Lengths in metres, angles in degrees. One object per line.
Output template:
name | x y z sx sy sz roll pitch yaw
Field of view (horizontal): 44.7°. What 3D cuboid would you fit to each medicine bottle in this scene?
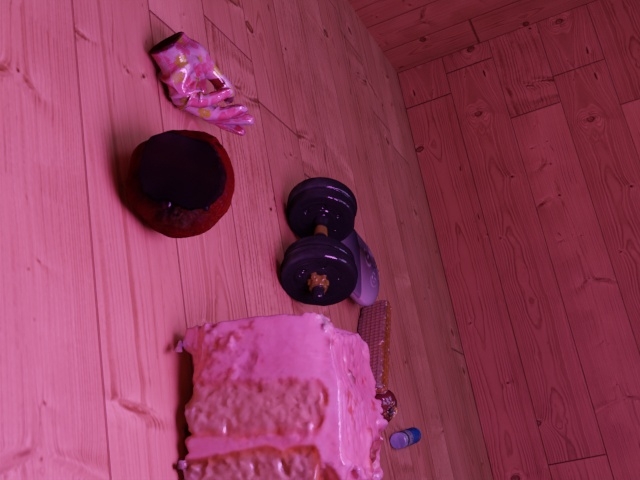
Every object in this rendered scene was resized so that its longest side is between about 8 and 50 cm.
medicine bottle | 0.257 0.590 2.326 0.191 0.051 0.051 21 54 -68

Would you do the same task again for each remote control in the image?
remote control | 0.085 0.058 2.219 0.332 0.103 0.221 47 29 -50

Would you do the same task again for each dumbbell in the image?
dumbbell | 0.000 0.000 1.900 0.388 0.185 0.185 -86 152 -46

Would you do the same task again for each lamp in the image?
lamp | 0.165 0.453 2.121 0.101 0.090 0.101 -17 114 -46

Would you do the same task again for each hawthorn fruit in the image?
hawthorn fruit | -0.235 -0.111 1.341 0.251 0.189 0.189 -97 164 -70

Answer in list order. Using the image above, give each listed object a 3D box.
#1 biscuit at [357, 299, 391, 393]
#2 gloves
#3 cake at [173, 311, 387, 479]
biscuit | 0.151 0.302 2.208 0.379 0.094 0.054 -80 148 -55
gloves | -0.239 -0.302 1.577 0.241 0.126 0.145 60 -2 -26
cake | -0.049 0.304 1.322 0.314 0.293 0.307 51 30 -62
